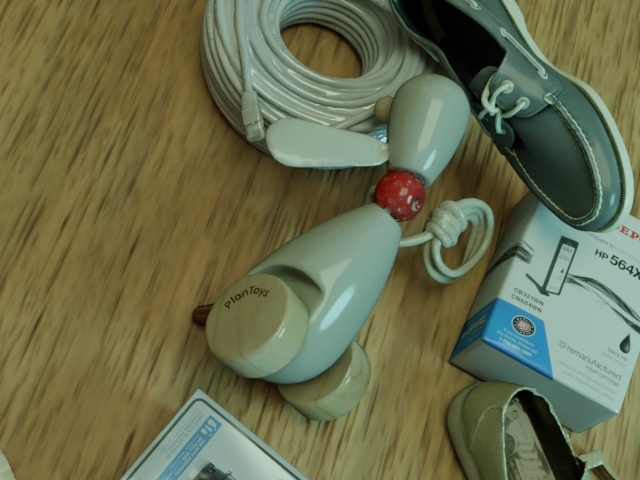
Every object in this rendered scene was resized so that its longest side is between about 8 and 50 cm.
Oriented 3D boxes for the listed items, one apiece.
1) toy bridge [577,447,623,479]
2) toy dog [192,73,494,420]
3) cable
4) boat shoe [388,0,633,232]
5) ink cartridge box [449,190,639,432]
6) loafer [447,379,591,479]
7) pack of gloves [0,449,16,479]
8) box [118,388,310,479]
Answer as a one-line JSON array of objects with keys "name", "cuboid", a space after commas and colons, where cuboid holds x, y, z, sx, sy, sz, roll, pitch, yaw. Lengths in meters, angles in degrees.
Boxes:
[{"name": "toy bridge", "cuboid": [0.288, 0.282, 0.959, 0.063, 0.026, 0.188, -14, 71, -22]}, {"name": "toy dog", "cuboid": [0.000, 0.000, 0.935, 0.161, 0.220, 0.333, 18, 49, 37]}, {"name": "cable", "cuboid": [0.006, -0.196, 1.058, 0.257, 0.089, 0.257, -12, 70, -21]}, {"name": "boat shoe", "cuboid": [0.167, -0.135, 0.968, 0.099, 0.116, 0.319, -13, 65, -36]}, {"name": "ink cartridge box", "cuboid": [0.236, 0.057, 1.010, 0.148, 0.086, 0.203, 28, 63, -2]}, {"name": "loafer", "cuboid": [0.199, 0.243, 0.913, 0.101, 0.092, 0.269, -22, 74, -23]}, {"name": "pack of gloves", "cuboid": [-0.307, 0.290, 0.777, 0.232, 0.046, 0.195, -25, 75, -24]}, {"name": "box", "cuboid": [-0.043, 0.277, 0.829, 0.290, 0.087, 0.169, 40, 60, 4]}]
